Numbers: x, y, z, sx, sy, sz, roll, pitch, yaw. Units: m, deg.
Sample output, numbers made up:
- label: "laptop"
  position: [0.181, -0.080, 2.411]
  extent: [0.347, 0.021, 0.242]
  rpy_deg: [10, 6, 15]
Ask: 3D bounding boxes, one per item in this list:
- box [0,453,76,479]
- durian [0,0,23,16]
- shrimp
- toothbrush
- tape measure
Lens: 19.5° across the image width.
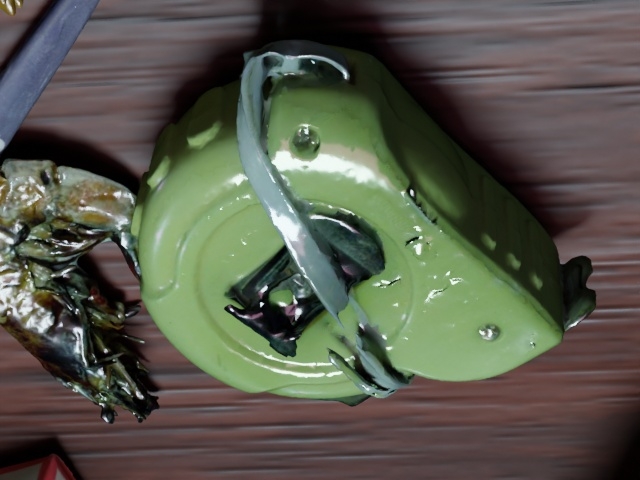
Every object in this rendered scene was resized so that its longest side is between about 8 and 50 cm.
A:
- label: "box"
  position: [-0.221, 0.339, 0.914]
  extent: [0.312, 0.314, 0.300]
  rpy_deg: [-16, 128, 16]
- label: "durian"
  position: [-0.152, -0.150, 0.660]
  extent: [0.187, 0.153, 0.260]
  rpy_deg: [-17, 137, -14]
- label: "shrimp"
  position: [-0.103, 0.025, 0.828]
  extent: [0.091, 0.034, 0.161]
  rpy_deg: [-26, 127, 13]
- label: "toothbrush"
  position: [-0.103, -0.088, 0.752]
  extent: [0.024, 0.026, 0.288]
  rpy_deg: [21, 129, -29]
- label: "tape measure"
  position: [0.000, 0.000, 0.773]
  extent: [0.154, 0.087, 0.177]
  rpy_deg: [-31, 117, 26]
